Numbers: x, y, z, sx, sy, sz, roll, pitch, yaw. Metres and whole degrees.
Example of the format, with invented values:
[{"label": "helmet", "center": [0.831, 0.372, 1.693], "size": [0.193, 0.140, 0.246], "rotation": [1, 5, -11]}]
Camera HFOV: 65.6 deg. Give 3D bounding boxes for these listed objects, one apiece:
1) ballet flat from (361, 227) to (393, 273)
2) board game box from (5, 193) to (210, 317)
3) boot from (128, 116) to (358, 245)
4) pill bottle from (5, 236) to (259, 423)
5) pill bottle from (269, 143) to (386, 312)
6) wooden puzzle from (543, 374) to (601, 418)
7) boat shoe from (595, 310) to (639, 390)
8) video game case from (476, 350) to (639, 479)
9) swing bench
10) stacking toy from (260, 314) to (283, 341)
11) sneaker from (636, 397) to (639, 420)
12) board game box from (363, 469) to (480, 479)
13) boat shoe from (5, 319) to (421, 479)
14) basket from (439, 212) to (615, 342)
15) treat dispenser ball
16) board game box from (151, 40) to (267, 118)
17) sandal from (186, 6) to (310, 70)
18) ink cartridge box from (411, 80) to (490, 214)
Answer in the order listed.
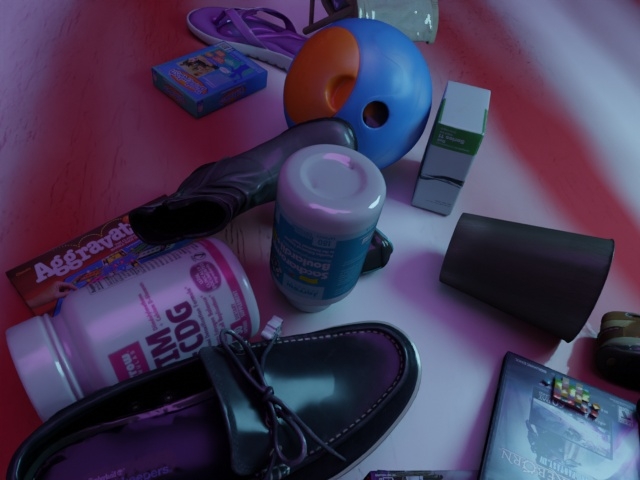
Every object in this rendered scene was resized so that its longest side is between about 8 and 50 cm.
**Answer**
[{"label": "ballet flat", "center": [0.009, -0.046, 0.895], "size": [0.096, 0.095, 0.280], "rotation": [-35, 64, -19]}, {"label": "board game box", "center": [-0.331, 0.032, 0.806], "size": [0.145, 0.027, 0.281], "rotation": [40, 55, 23]}, {"label": "boot", "center": [-0.109, -0.079, 0.774], "size": [0.337, 0.118, 0.223], "rotation": [-20, 17, 20]}, {"label": "pill bottle", "center": [-0.239, 0.117, 0.665], "size": [0.282, 0.160, 0.160], "rotation": [-25, 59, -27]}, {"label": "pill bottle", "center": [0.000, 0.000, 0.739], "size": [0.146, 0.264, 0.146], "rotation": [5, 50, -6]}, {"label": "wooden puzzle", "center": [0.371, 0.226, 0.735], "size": [0.083, 0.006, 0.049], "rotation": [22, 38, 17]}, {"label": "boat shoe", "center": [0.608, 0.190, 0.793], "size": [0.323, 0.123, 0.120], "rotation": [18, 47, 3]}, {"label": "video game case", "center": [0.327, 0.285, 0.672], "size": [0.195, 0.026, 0.274], "rotation": [22, 37, 16]}, {"label": "swing bench", "center": [0.127, -0.594, 1.254], "size": [0.253, 0.165, 0.254], "rotation": [-14, 32, -31]}, {"label": "stacking toy", "center": [-0.045, 0.225, 0.684], "size": [0.166, 0.052, 0.221], "rotation": [26, 52, 11]}, {"label": "sneaker", "center": [0.515, 0.340, 0.629], "size": [0.147, 0.130, 0.330], "rotation": [12, 39, -25]}, {"label": "board game box", "center": [0.233, 0.392, 0.603], "size": [0.346, 0.056, 0.208], "rotation": [3, 55, -8]}, {"label": "boat shoe", "center": [-0.087, 0.203, 0.569], "size": [0.499, 0.156, 0.187], "rotation": [-14, 56, -21]}, {"label": "basket", "center": [0.327, 0.046, 0.826], "size": [0.226, 0.205, 0.154], "rotation": [20, 53, 18]}, {"label": "treat dispenser ball", "center": [0.071, -0.274, 0.963], "size": [0.287, 0.288, 0.288], "rotation": [5, 50, -6]}, {"label": "board game box", "center": [-0.252, -0.375, 1.143], "size": [0.160, 0.047, 0.210], "rotation": [40, 54, 21]}, {"label": "sandal", "center": [-0.143, -0.539, 1.263], "size": [0.415, 0.102, 0.169], "rotation": [22, 50, 8]}, {"label": "ink cartridge box", "center": [0.251, -0.176, 0.970], "size": [0.086, 0.209, 0.153], "rotation": [16, 49, 7]}]
